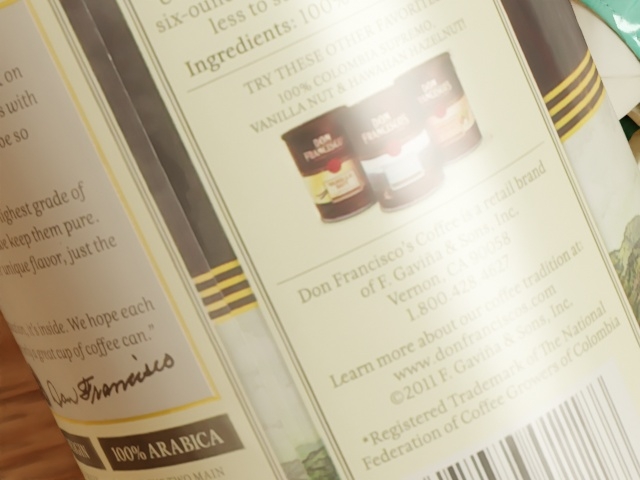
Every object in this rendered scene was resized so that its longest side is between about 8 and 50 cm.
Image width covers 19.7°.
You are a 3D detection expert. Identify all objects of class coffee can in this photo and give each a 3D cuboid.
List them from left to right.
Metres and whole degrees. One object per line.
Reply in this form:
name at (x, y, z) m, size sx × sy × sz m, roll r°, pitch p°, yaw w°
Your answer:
coffee can at (0.000, 0.000, 0.572) m, size 0.201 × 0.201 × 0.275 m, roll -32°, pitch 104°, yaw -35°

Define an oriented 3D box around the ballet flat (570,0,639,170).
ballet flat at (0.134, -0.046, 0.755) m, size 0.087 × 0.083 × 0.247 m, roll -43°, pitch 108°, yaw -17°
